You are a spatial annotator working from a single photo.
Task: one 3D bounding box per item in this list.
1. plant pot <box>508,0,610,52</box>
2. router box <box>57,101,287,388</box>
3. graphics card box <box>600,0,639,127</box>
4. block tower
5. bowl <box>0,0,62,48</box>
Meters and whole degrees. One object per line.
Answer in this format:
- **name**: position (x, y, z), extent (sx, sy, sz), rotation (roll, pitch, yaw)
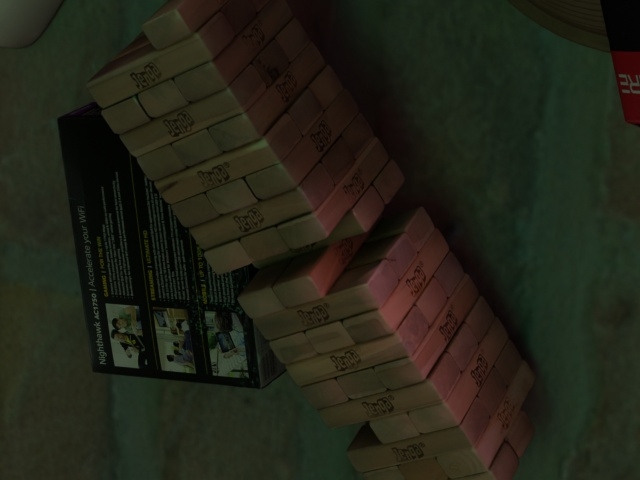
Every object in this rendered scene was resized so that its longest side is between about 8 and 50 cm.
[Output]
- **plant pot**: position (0.157, -0.205, 0.923), extent (0.237, 0.110, 0.237), rotation (9, 111, 24)
- **router box**: position (-0.094, 0.001, 1.161), extent (0.133, 0.046, 0.179), rotation (3, 108, 27)
- **graphics card box**: position (0.214, -0.253, 0.806), extent (0.094, 0.232, 0.371), rotation (15, 122, 66)
- **block tower**: position (0.000, 0.000, 1.038), extent (0.097, 0.091, 0.335), rotation (-19, 112, 37)
- **bowl**: position (-0.224, -0.206, 1.154), extent (0.142, 0.053, 0.142), rotation (41, 120, 11)
